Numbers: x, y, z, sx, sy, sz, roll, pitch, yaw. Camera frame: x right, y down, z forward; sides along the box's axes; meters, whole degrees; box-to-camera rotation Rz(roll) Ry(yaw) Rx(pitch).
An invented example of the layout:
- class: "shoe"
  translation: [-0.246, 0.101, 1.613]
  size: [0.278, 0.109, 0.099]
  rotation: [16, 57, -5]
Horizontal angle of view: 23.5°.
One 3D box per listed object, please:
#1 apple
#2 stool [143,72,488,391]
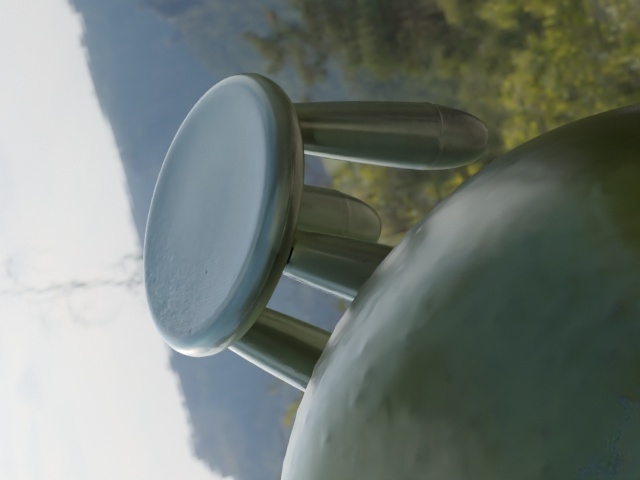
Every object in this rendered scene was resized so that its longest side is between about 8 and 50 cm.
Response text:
- class: "apple"
  translation: [0.211, 0.143, 0.832]
  size: [0.473, 0.474, 0.473]
  rotation: [164, 90, -88]
- class: "stool"
  translation: [0.000, 0.000, 1.083]
  size: [0.195, 0.199, 0.195]
  rotation: [-39, 46, 44]
